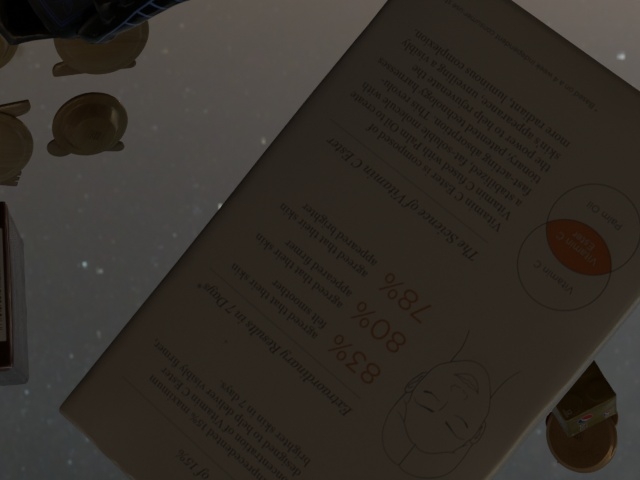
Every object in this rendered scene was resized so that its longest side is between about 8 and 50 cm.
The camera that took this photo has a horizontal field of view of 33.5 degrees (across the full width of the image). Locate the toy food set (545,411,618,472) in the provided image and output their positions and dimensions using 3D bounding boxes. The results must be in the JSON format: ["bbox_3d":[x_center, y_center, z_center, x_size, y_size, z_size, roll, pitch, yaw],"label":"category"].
[{"bbox_3d":[0.285,0.212,1.163,0.083,0.083,0.020,-3,176,32],"label":"toy food set"}]

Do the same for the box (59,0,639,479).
[{"bbox_3d":[0.051,0.040,0.651,0.215,0.345,0.168,40,-178,14],"label":"box"}]

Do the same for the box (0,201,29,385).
[{"bbox_3d":[-0.391,0.064,1.080,0.167,0.168,0.203,-4,169,-12],"label":"box"}]

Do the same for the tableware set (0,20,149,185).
[{"bbox_3d":[-0.192,-0.105,0.729,0.141,0.168,0.020,-7,-135,-25],"label":"tableware set"}]

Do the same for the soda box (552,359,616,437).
[{"bbox_3d":[0.246,0.115,1.143,0.061,0.058,0.181,-27,-121,0],"label":"soda box"}]

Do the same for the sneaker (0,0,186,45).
[{"bbox_3d":[-0.083,-0.138,0.502,0.090,0.081,0.232,-49,-156,-26],"label":"sneaker"}]
